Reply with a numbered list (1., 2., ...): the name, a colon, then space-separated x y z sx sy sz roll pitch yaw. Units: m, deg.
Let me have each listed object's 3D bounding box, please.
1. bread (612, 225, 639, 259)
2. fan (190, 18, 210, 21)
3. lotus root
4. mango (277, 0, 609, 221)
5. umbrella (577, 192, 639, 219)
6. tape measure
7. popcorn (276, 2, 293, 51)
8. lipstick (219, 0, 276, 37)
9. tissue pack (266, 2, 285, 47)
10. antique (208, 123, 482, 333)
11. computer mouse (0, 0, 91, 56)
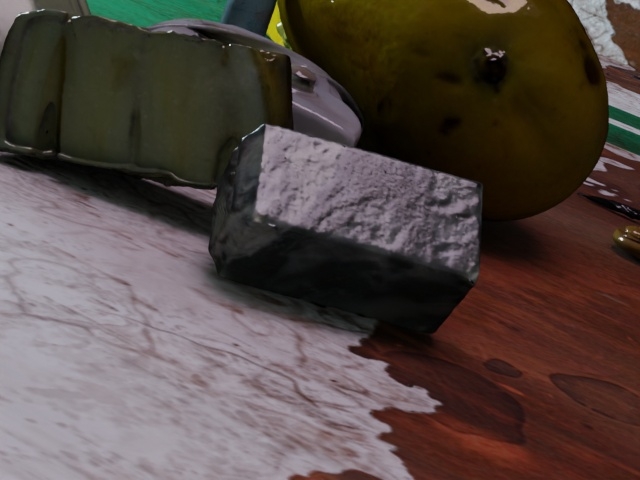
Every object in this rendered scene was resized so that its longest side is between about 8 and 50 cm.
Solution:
1. bread: 0.344 0.012 1.870 0.110 0.024 0.110 16 14 -4
2. fan: -0.100 -0.204 2.089 0.082 0.039 0.155 10 18 -32
3. lotus root: -0.130 -0.104 1.453 0.235 0.119 0.138 10 1 3
4. mango: 0.103 -0.180 1.796 0.301 0.220 0.445 56 -7 -33
5. umbrella: 0.345 -0.030 2.044 0.149 0.022 0.022 28 -21 34
6. tape measure: -0.069 -0.123 1.649 0.236 0.120 0.197 27 19 6
7. popcorn: 0.081 -0.268 2.171 0.251 0.206 0.237 -32 88 -31
8. lipstick: -0.080 -0.190 1.813 0.048 0.157 0.048 18 14 -5
9. tissue pack: 0.108 -0.403 2.417 0.293 0.381 0.228 13 18 -24
10. antique: 0.015 -0.009 1.332 0.183 0.086 0.088 16 55 -13
11. computer mouse: -0.333 -0.222 1.647 0.228 0.145 0.429 3 21 -41
